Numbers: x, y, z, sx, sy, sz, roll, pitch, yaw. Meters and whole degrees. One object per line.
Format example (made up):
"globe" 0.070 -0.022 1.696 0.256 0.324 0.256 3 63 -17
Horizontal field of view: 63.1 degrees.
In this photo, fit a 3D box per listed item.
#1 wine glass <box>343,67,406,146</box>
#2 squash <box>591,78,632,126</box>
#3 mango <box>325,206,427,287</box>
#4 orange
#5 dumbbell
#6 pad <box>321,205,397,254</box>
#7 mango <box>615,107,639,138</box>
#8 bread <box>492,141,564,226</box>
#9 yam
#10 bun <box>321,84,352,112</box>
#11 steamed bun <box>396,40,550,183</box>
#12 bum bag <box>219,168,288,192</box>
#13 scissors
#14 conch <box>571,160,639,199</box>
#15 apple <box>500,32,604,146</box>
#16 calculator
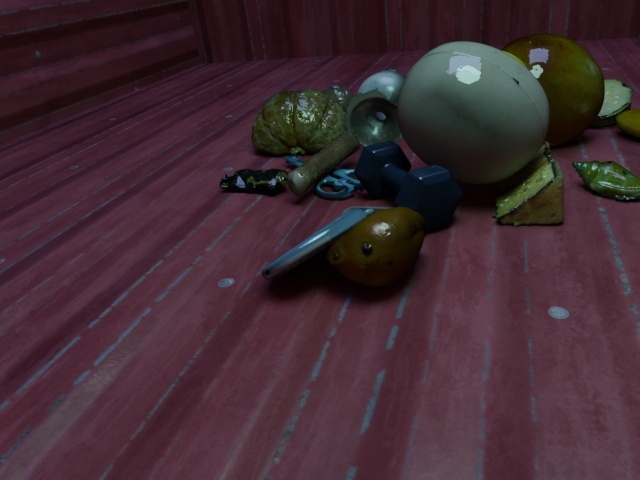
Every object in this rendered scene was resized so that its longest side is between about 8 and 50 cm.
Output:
"wine glass" 0.225 -0.482 1.873 0.238 0.237 0.323 1 34 15
"squash" 0.961 -0.457 1.818 0.220 0.133 0.220 -11 41 10
"mango" 0.139 0.008 1.067 0.136 0.166 0.236 50 29 11
"orange" -0.077 -0.439 1.888 0.369 0.210 0.270 -3 31 13
"dumbbell" 0.214 -0.148 1.334 0.144 0.159 0.325 15 17 -29
"pad" 0.116 -0.026 1.284 0.176 0.002 0.266 3 30 18
"mango" 1.047 -0.354 1.564 0.177 0.119 0.317 -35 33 -29
"bread" 0.534 -0.135 1.293 0.142 0.178 0.266 28 35 -3
"yam" 0.014 -0.237 1.553 0.081 0.081 0.356 10 33 28
"bun" 0.066 -0.622 2.286 0.173 0.113 0.166 8 32 31
"steamed bun" 0.375 -0.314 1.305 0.374 0.334 0.334 39 42 7
"bum bag" -0.193 -0.185 1.588 0.233 0.060 0.106 5 39 25
"scissors" 0.001 -0.205 1.611 0.180 0.032 0.393 -24 34 -29
"conch" 0.729 -0.151 1.313 0.095 0.079 0.201 -36 44 -12
"apple" 0.694 -0.461 1.671 0.374 0.374 0.384 -23 -8 -28
"calculator" 0.000 0.000 1.123 0.303 0.042 0.188 -34 -1 -36
